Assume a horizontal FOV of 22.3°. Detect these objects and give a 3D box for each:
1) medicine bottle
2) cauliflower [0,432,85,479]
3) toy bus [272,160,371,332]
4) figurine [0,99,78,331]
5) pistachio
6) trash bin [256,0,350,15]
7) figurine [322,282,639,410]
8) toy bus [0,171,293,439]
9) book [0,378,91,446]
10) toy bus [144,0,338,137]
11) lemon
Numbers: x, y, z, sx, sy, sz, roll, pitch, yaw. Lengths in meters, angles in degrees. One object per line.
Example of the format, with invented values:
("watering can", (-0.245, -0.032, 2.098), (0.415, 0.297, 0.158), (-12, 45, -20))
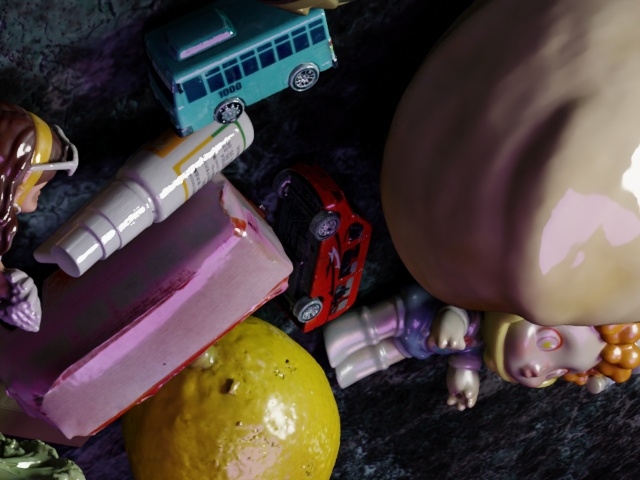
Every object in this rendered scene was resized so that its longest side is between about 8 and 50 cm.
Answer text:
("medicine bottle", (-0.162, -0.049, 1.466), (0.221, 0.092, 0.061), (-44, 119, -30))
("cauliflower", (-0.392, 0.257, 1.534), (0.327, 0.260, 0.281), (-27, 142, -4))
("toy bus", (0.000, 0.000, 1.672), (0.089, 0.081, 0.195), (-22, 142, -29))
("figurine", (-0.300, -0.007, 1.398), (0.116, 0.175, 0.240), (11, 112, -32))
("pistachio", (0.268, -0.093, 1.567), (0.445, 0.281, 0.365), (-37, 103, 14))
("trash bin", (-0.039, -0.296, 1.210), (0.334, 0.214, 0.214), (24, 117, -41))
("figurine", (0.192, 0.066, 1.819), (0.382, 0.205, 0.224), (-3, 139, -4))
("toy bus", (-0.178, 0.058, 1.552), (0.303, 0.147, 0.127), (-39, 135, 3))
("book", (-0.289, 0.153, 1.691), (0.199, 0.016, 0.138), (19, 120, -45))
("toy bus", (-0.075, -0.167, 1.432), (0.160, 0.079, 0.092), (-26, 143, -9))
("lemon", (-0.092, 0.199, 1.703), (0.236, 0.236, 0.263), (-41, 139, 11))
